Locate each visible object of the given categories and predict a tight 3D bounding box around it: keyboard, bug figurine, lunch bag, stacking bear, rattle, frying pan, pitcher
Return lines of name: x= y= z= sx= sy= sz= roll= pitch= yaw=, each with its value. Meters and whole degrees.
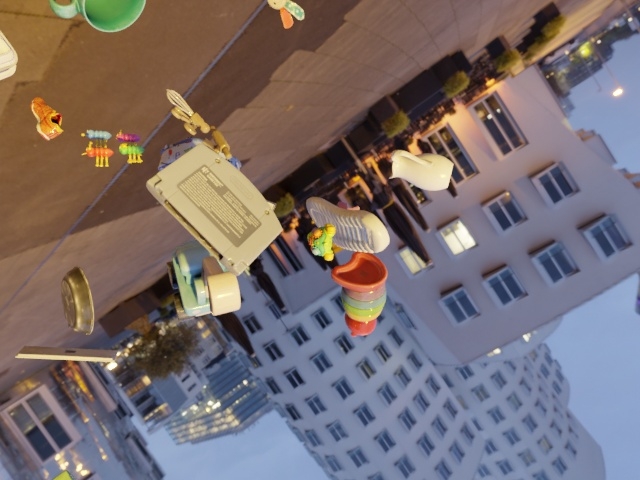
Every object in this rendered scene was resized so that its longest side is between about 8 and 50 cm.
keyboard: x=-0.746 y=0.337 z=1.264 sx=0.256 sy=0.014 sz=0.072 roll=9 pitch=-177 yaw=-18
bug figurine: x=-0.810 y=-0.376 z=1.659 sx=0.217 sy=0.279 sz=0.072 roll=-4 pitch=124 yaw=-27
lunch bag: x=-0.492 y=-0.302 z=1.725 sx=0.243 sy=0.114 sz=0.303 roll=-10 pitch=159 yaw=33
stacking bear: x=0.142 y=0.209 z=1.465 sx=0.175 sy=0.164 sz=0.288 roll=-35 pitch=139 yaw=-35
rattle: x=-0.115 y=-0.643 z=1.073 sx=0.130 sy=0.199 sz=0.142 roll=-7 pitch=-153 yaw=3
frying pan: x=-0.725 y=0.175 z=1.239 sx=0.053 sy=0.197 sz=0.326 roll=-10 pitch=-177 yaw=-44
pitcher: x=0.340 y=-0.249 z=1.447 sx=0.178 sy=0.207 sz=0.125 roll=44 pitch=61 yaw=-74

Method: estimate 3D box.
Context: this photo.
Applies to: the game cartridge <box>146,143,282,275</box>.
game cartridge: x=-0.241 y=-0.083 z=1.034 sx=0.062 sy=0.297 sz=0.198 roll=-33 pitch=-167 yaw=50

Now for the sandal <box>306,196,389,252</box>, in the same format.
sandal: x=0.091 y=-0.055 z=1.300 sx=0.102 sy=0.169 sz=0.416 roll=-32 pitch=-152 yaw=-18

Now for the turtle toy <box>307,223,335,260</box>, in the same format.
turtle toy: x=0.000 y=0.000 z=1.165 sx=0.066 sy=0.095 sz=0.130 roll=3 pitch=-172 yaw=-7

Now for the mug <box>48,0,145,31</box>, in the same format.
mug: x=-0.422 y=-0.478 z=0.793 sx=0.129 sy=0.097 sz=0.158 roll=-46 pitch=173 yaw=27

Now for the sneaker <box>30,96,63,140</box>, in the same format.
sneaker: x=-0.777 y=-0.353 z=1.219 sx=0.068 sy=0.175 sz=0.064 roll=-31 pitch=154 yaw=-9

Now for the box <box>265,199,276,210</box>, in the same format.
box: x=-0.310 y=-0.128 z=1.735 sx=0.036 sy=0.226 sz=0.136 roll=140 pitch=-29 yaw=-73

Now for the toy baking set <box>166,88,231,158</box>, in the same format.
toy baking set: x=-0.332 y=-0.325 z=1.160 sx=0.030 sy=0.256 sz=0.197 roll=-41 pitch=138 yaw=9

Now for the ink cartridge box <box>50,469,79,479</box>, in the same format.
ink cartridge box: x=-0.547 y=0.739 z=0.994 sx=0.119 sy=0.353 sz=0.207 roll=-32 pitch=160 yaw=-35

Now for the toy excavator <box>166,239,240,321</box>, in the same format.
toy excavator: x=-0.380 y=0.122 z=1.413 sx=0.223 sy=0.432 sz=0.445 roll=-12 pitch=146 yaw=-21

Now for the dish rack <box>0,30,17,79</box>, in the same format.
dish rack: x=-0.909 y=-0.493 z=0.992 sx=0.073 sy=0.285 sz=0.332 roll=-12 pitch=-147 yaw=27
